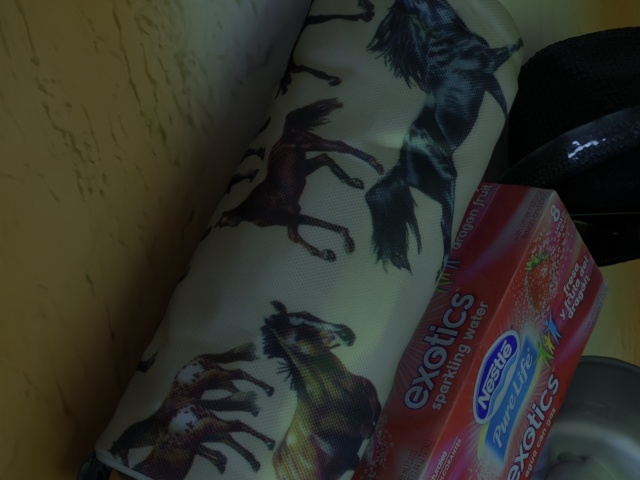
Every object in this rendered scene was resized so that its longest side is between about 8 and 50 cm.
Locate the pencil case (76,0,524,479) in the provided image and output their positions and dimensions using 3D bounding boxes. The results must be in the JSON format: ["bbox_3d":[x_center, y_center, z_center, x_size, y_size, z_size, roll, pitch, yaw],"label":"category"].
[{"bbox_3d":[0.000,0.000,0.689,0.160,0.183,0.410,30,72,-20],"label":"pencil case"}]

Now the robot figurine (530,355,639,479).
[{"bbox_3d":[0.238,0.220,0.949,0.199,0.300,0.353,53,20,5],"label":"robot figurine"}]

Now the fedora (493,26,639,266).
[{"bbox_3d":[0.273,-0.094,0.972,0.334,0.334,0.152,18,50,-51],"label":"fedora"}]

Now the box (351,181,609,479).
[{"bbox_3d":[0.083,0.109,0.816,0.142,0.154,0.299,50,61,-42],"label":"box"}]
